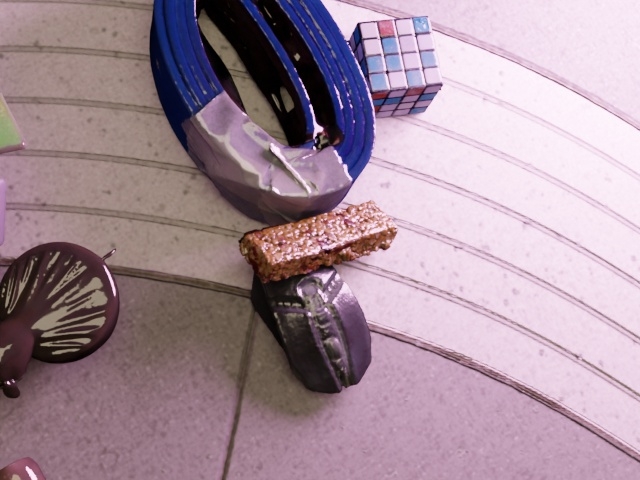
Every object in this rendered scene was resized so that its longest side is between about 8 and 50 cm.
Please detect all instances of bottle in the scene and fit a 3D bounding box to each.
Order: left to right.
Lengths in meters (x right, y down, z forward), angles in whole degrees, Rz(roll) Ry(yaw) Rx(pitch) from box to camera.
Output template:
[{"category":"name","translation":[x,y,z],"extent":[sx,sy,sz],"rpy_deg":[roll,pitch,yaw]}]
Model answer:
[{"category":"bottle","translation":[-0.293,0.298,1.322],"extent":[0.053,0.053,0.140],"rpy_deg":[-28,82,-17]}]

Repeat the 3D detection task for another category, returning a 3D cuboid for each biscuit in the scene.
[{"category":"biscuit","translation":[0.000,0.000,1.432],"extent":[0.199,0.034,0.064],"rpy_deg":[-16,48,-36]}]

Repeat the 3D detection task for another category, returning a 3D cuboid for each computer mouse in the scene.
[{"category":"computer mouse","translation":[-0.010,0.080,1.434],"extent":[0.105,0.062,0.192],"rpy_deg":[-23,78,-18]}]

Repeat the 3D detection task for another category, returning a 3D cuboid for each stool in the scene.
[{"category":"stool","translation":[-0.298,0.090,1.344],"extent":[0.125,0.121,0.217],"rpy_deg":[42,69,1]}]

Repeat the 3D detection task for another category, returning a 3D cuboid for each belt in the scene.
[{"category":"belt","translation":[-0.076,-0.188,1.468],"extent":[0.212,0.117,0.347],"rpy_deg":[-26,80,-18]}]

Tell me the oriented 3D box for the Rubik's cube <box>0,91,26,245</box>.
[{"category":"Rubik's cube","translation":[-0.488,-0.098,1.257],"extent":[0.387,0.358,0.368],"rpy_deg":[3,32,-11]}]

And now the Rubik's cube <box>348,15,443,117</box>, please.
[{"category":"Rubik's cube","translation":[0.086,-0.207,1.517],"extent":[0.092,0.092,0.092],"rpy_deg":[-8,76,-13]}]
